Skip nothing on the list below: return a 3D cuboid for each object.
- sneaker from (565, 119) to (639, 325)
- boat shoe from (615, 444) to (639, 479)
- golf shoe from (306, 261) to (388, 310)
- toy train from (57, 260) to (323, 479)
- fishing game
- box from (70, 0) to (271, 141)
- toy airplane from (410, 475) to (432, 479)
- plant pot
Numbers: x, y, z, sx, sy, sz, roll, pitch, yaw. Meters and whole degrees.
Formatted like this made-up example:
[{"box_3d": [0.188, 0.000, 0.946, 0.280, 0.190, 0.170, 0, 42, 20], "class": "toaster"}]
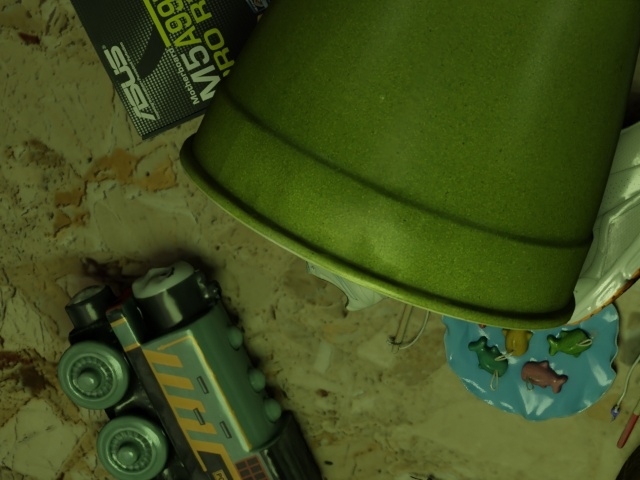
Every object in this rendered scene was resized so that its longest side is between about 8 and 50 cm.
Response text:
[{"box_3d": [0.275, -0.041, 1.448, 0.121, 0.099, 0.262, 41, 110, 12], "class": "sneaker"}, {"box_3d": [0.315, 0.330, 1.569, 0.110, 0.122, 0.341, 20, 127, 8], "class": "boat shoe"}, {"box_3d": [0.000, 0.000, 1.582, 0.176, 0.069, 0.086, 48, 125, -1], "class": "golf shoe"}, {"box_3d": [-0.136, 0.182, 1.676, 0.190, 0.142, 0.334, -23, 100, 15], "class": "toy train"}, {"box_3d": [0.204, 0.097, 1.556, 0.264, 0.041, 0.189, 26, 120, 9], "class": "fishing game"}, {"box_3d": [-0.137, -0.257, 1.532, 0.216, 0.060, 0.270, -20, 102, 26], "class": "box"}, {"box_3d": [0.103, 0.316, 1.689, 0.151, 0.028, 0.151, 7, 113, 17], "class": "toy airplane"}, {"box_3d": [0.112, -0.167, 1.334, 0.366, 0.366, 0.353, 25, 106, 10], "class": "plant pot"}]
